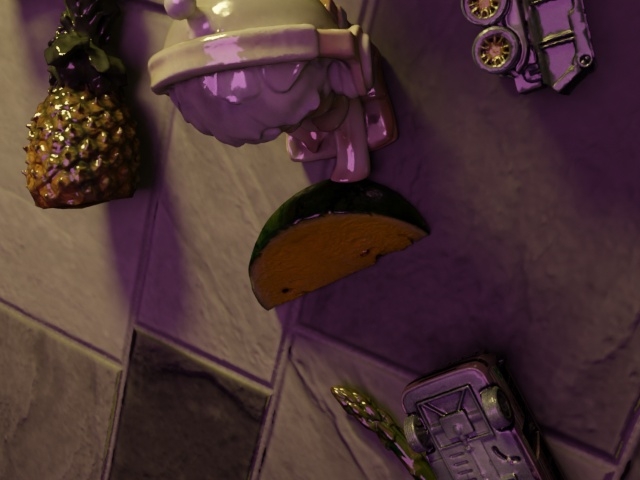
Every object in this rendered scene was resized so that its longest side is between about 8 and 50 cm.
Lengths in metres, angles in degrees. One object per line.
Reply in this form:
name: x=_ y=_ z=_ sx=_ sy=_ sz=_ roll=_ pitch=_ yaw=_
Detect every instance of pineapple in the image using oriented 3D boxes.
pineapple: x=-0.242 y=-0.158 z=0.656 sx=0.125 sy=0.125 sz=0.252 roll=0 pitch=94 yaw=25

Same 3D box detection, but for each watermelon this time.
watermelon: x=-0.005 y=-0.001 z=0.581 sx=0.181 sy=0.075 sz=0.092 roll=-24 pitch=92 yaw=25

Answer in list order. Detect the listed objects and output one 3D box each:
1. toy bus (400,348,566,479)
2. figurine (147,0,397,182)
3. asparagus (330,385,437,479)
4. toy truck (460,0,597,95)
toy bus: x=0.141 y=0.179 z=0.533 sx=0.086 sy=0.098 sz=0.178 roll=-28 pitch=90 yaw=28
figurine: x=-0.031 y=-0.117 z=0.491 sx=0.162 sy=0.236 sz=0.141 roll=-4 pitch=90 yaw=23
asparagus: x=0.094 y=0.220 z=0.598 sx=0.034 sy=0.027 sz=0.236 roll=-42 pitch=80 yaw=14
toy truck: x=0.149 y=-0.198 z=0.471 sx=0.092 sy=0.083 sz=0.192 roll=-12 pitch=95 yaw=27
